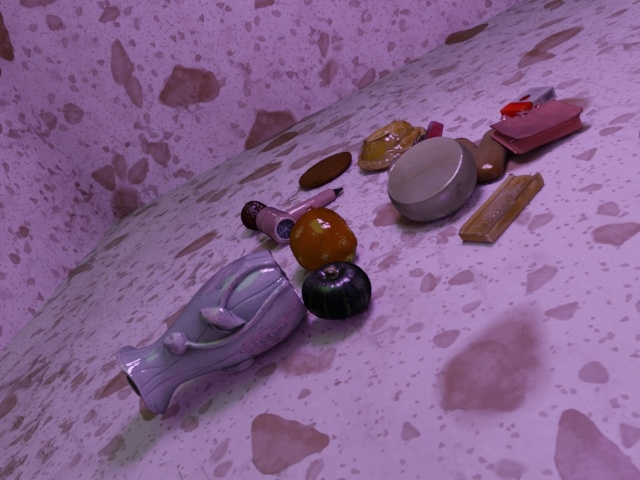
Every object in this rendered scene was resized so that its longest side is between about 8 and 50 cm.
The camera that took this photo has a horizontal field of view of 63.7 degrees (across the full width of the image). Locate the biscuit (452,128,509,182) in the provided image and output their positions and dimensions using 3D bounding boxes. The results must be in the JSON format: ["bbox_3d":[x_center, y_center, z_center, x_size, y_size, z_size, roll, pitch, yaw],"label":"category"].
[{"bbox_3d":[0.446,-0.247,1.550,0.236,0.062,0.291,-11,31,37],"label":"biscuit"}]

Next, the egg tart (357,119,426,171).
[{"bbox_3d":[0.261,-0.374,1.967,0.290,0.115,0.290,-25,22,11],"label":"egg tart"}]

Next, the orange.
[{"bbox_3d":[-0.004,-0.004,1.477,0.179,0.158,0.237,-45,23,9],"label":"orange"}]

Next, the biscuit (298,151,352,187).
[{"bbox_3d":[0.022,-0.297,2.195,0.261,0.037,0.262,-25,24,12],"label":"biscuit"}]

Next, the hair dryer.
[{"bbox_3d":[-0.054,-0.115,1.858,0.344,0.107,0.189,-31,23,-16],"label":"hair dryer"}]

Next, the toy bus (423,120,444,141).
[{"bbox_3d":[0.390,-0.349,1.781,0.064,0.077,0.192,17,38,5],"label":"toy bus"}]

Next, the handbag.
[{"bbox_3d":[0.606,-0.328,1.452,0.212,0.059,0.157,-22,34,-3],"label":"handbag"}]

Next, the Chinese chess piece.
[{"bbox_3d":[0.306,-0.169,1.424,0.250,0.101,0.251,-25,43,25],"label":"Chinese chess piece"}]

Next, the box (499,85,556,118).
[{"bbox_3d":[0.685,-0.452,1.701,0.152,0.048,0.100,-38,22,-12],"label":"box"}]

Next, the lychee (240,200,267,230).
[{"bbox_3d":[-0.256,-0.097,2.029,0.123,0.123,0.129,-43,-2,-27],"label":"lychee"}]

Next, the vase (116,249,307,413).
[{"bbox_3d":[-0.256,0.217,1.238,0.445,0.250,0.250,-34,23,-6],"label":"vase"}]

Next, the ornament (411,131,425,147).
[{"bbox_3d":[0.326,-0.315,1.800,0.073,0.028,0.125,-73,9,-66],"label":"ornament"}]

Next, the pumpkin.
[{"bbox_3d":[0.040,0.116,1.213,0.167,0.125,0.167,-1,10,0],"label":"pumpkin"}]

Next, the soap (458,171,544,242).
[{"bbox_3d":[0.439,-0.081,1.252,0.252,0.037,0.092,-43,25,-25],"label":"soap"}]

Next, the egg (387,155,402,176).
[{"bbox_3d":[0.268,-0.208,1.614,0.114,0.114,0.152,-33,5,-7],"label":"egg"}]
